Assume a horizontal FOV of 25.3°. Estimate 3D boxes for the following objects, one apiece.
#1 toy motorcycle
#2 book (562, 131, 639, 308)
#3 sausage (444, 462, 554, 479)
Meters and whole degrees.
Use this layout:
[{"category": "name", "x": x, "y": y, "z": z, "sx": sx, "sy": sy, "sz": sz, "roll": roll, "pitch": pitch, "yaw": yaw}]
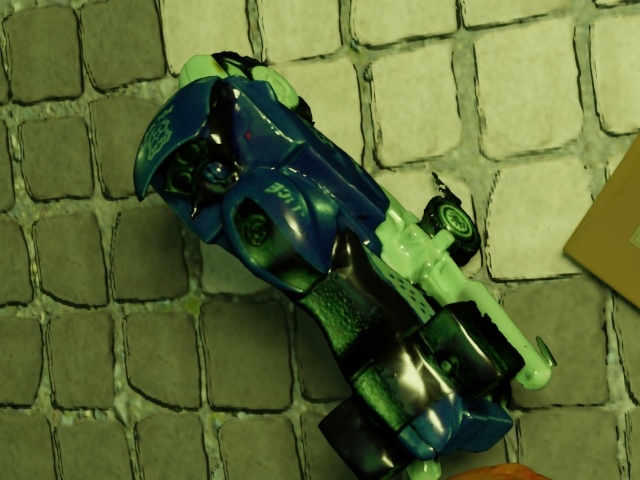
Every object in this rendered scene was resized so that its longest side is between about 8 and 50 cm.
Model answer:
[{"category": "toy motorcycle", "x": 0.000, "y": 0.000, "z": 0.909, "sx": 0.125, "sy": 0.196, "sz": 0.331, "roll": -46, "pitch": 70, "yaw": 28}, {"category": "book", "x": 0.237, "y": -0.028, "z": 0.862, "sx": 0.118, "sy": 0.012, "sz": 0.172, "roll": 40, "pitch": 115, "yaw": 22}, {"category": "sausage", "x": 0.117, "y": 0.273, "z": 0.892, "sx": 0.141, "sy": 0.153, "sz": 0.268, "roll": -9, "pitch": 92, "yaw": -12}]
